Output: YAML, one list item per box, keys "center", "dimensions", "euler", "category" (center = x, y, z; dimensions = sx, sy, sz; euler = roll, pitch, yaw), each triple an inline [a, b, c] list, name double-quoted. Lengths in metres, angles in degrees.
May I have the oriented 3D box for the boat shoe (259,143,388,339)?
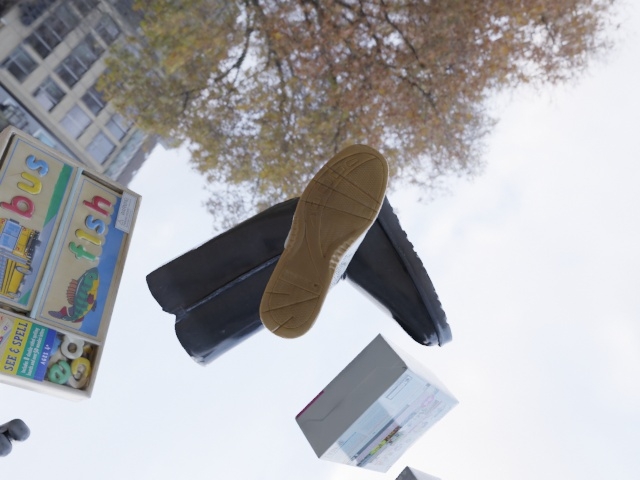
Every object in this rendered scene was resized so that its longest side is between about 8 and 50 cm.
- center: [0.000, 0.000, 0.782]
  dimensions: [0.277, 0.098, 0.096]
  euler: [-60, 179, -11]
  category: "boat shoe"

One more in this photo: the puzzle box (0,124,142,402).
- center: [-0.467, 0.036, 0.985]
  dimensions: [0.052, 0.272, 0.409]
  euler: [-22, -129, 37]
  category: "puzzle box"

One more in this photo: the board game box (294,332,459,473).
- center: [0.120, 0.327, 1.135]
  dimensions: [0.224, 0.303, 0.097]
  euler: [-44, -129, 3]
  category: "board game box"

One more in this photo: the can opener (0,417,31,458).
- center: [-0.645, 0.371, 1.115]
  dimensions: [0.283, 0.095, 0.076]
  euler: [-28, -170, 42]
  category: "can opener"

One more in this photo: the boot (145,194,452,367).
- center: [-0.039, 0.110, 1.052]
  dimensions: [0.445, 0.146, 0.367]
  euler: [-27, -98, 0]
  category: "boot"

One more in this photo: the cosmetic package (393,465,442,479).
- center: [0.232, 0.561, 1.122]
  dimensions: [0.107, 0.127, 0.238]
  euler: [-51, -148, 8]
  category: "cosmetic package"
